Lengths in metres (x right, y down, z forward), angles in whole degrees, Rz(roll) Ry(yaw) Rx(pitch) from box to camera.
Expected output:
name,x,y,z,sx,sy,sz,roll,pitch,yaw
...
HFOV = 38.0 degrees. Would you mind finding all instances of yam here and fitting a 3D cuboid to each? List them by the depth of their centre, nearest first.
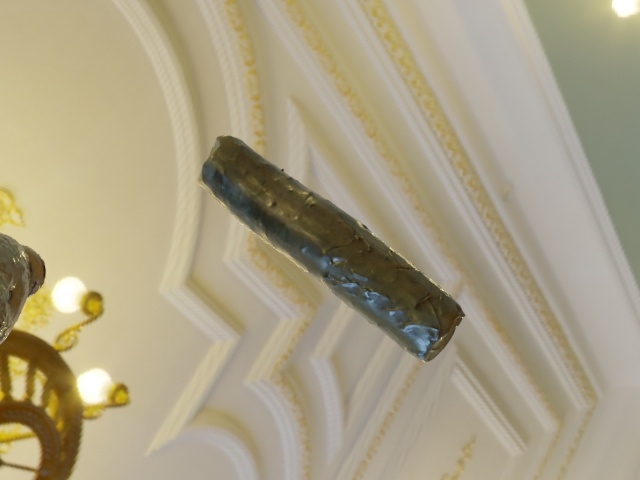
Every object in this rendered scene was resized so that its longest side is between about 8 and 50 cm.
name,x,y,z,sx,sy,sz,roll,pitch,yaw
yam,0.000,0.000,0.854,0.071,0.317,0.067,-58,-29,11

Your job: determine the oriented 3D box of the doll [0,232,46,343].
name,x,y,z,sx,sy,sz,roll,pitch,yaw
doll,-0.362,0.003,0.831,0.175,0.149,0.278,-42,-52,-18
